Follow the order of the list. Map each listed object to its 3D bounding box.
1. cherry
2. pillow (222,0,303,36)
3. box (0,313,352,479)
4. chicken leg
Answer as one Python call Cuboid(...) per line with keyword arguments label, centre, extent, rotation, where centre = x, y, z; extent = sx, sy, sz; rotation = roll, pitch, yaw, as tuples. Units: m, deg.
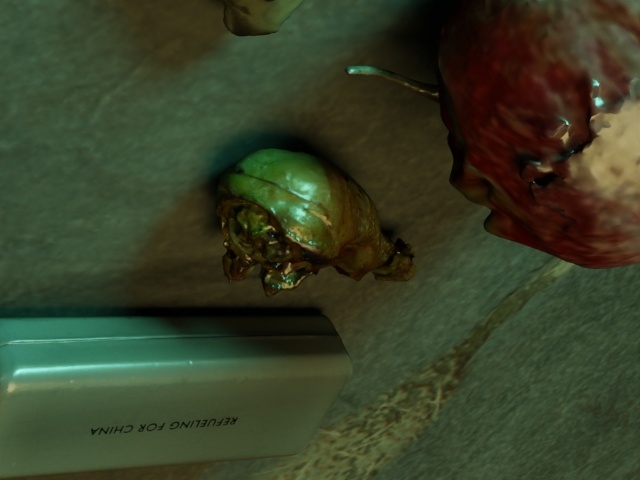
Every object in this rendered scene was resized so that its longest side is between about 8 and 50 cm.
Cuboid(label="cherry", centre=(0.170, -0.098, 0.768), extent=(0.249, 0.175, 0.192), rotation=(-41, 131, 12))
Cuboid(label="pillow", centre=(0.004, -0.185, 0.649), extent=(0.093, 0.051, 0.241), rotation=(6, 134, -39))
Cuboid(label="box", centre=(-0.102, 0.093, 0.910), extent=(0.243, 0.055, 0.103), rotation=(2, 134, -35))
Cuboid(label="chicken leg", centre=(0.000, 0.000, 0.866), extent=(0.093, 0.070, 0.178), rotation=(-42, 152, 17))
